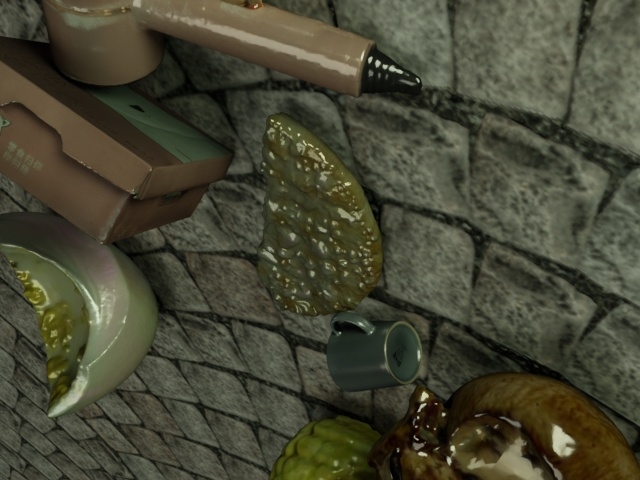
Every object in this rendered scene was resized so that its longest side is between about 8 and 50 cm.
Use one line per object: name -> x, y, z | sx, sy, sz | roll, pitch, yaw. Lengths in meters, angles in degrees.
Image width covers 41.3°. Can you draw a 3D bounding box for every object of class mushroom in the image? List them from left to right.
mushroom -> 0.186, 0.241, 0.832 | 0.283, 0.195, 0.263 | 29, 138, -15

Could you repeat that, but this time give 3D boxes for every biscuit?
biscuit -> 0.001, -0.001, 0.861 | 0.141, 0.038, 0.290 | 27, 144, 14

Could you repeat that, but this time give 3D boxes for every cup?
cup -> 0.053, 0.114, 0.909 | 0.077, 0.078, 0.100 | -12, 125, 41

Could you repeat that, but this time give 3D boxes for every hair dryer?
hair dryer -> -0.075, -0.194, 0.693 | 0.344, 0.107, 0.189 | 20, 139, 9

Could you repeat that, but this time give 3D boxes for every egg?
egg -> -0.300, 0.081, 1.109 | 0.206, 0.161, 0.271 | 97, 156, -84

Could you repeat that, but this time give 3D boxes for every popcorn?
popcorn -> 0.038, 0.340, 1.077 | 0.236, 0.206, 0.251 | 32, 178, -15

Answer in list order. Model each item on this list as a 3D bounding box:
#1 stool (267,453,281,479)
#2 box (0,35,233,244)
stool -> 0.021, 0.484, 1.258 | 0.269, 0.170, 0.244 | 23, 140, 20
box -> -0.217, -0.098, 0.794 | 0.215, 0.215, 0.086 | 34, 104, 6
